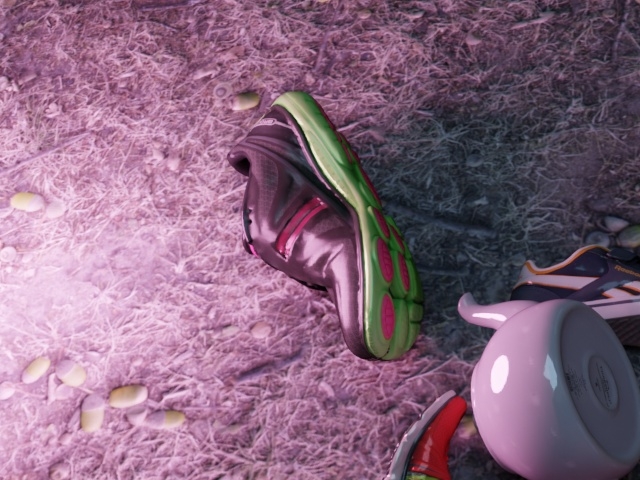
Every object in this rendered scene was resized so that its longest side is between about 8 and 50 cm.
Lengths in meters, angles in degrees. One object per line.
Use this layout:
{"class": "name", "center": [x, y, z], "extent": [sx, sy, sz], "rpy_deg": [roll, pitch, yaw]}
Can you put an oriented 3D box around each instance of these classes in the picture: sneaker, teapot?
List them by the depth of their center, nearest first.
{"class": "teapot", "center": [0.273, 0.209, 1.733], "extent": [0.187, 0.252, 0.256], "rpy_deg": [-25, 25, 32]}
{"class": "sneaker", "center": [0.133, 0.323, 1.752], "extent": [0.118, 0.107, 0.279], "rpy_deg": [23, 66, 10]}
{"class": "sneaker", "center": [0.409, 0.071, 1.843], "extent": [0.321, 0.126, 0.127], "rpy_deg": [-1, 59, 14]}
{"class": "sneaker", "center": [0.000, 0.000, 1.988], "extent": [0.202, 0.185, 0.483], "rpy_deg": [-34, 48, 10]}
